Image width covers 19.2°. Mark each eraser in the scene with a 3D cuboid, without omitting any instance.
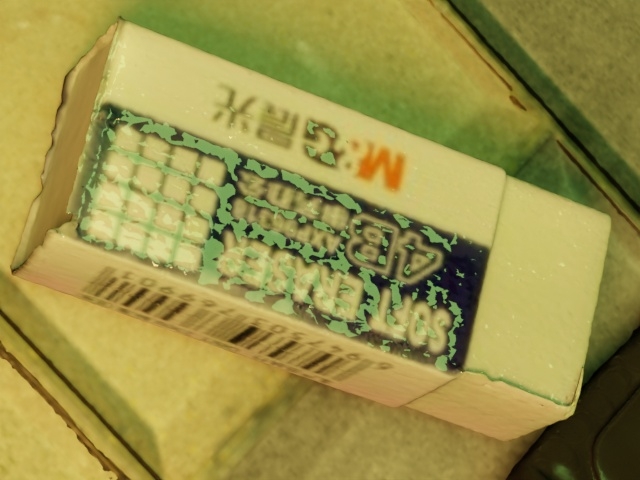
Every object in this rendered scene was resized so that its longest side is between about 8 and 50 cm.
[{"bbox_3d":[0.000,0.000,0.963,0.287,0.086,0.130,21,66,-18],"label":"eraser"}]

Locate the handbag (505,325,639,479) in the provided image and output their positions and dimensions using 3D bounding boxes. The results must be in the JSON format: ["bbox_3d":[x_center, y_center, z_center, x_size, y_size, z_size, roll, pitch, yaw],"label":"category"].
[{"bbox_3d":[0.221,0.167,1.019,0.247,0.080,0.223,48,53,-1],"label":"handbag"}]
